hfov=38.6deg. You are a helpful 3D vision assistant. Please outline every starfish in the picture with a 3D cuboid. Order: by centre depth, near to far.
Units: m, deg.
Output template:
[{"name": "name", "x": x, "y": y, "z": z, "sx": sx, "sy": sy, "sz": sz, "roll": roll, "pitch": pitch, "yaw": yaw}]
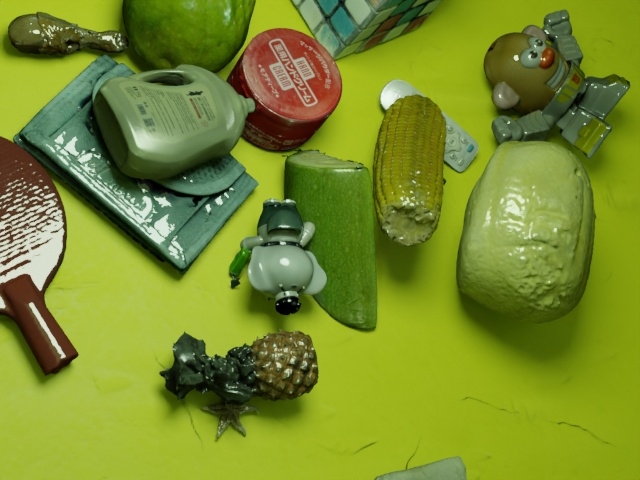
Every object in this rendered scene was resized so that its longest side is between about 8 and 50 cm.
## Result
[{"name": "starfish", "x": -0.140, "y": 0.262, "z": 1.416, "sx": 0.092, "sy": 0.016, "sz": 0.086, "roll": -1, "pitch": 71, "yaw": -21}]

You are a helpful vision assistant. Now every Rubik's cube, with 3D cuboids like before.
[{"name": "Rubik's cube", "x": 0.096, "y": -0.533, "z": 1.723, "sx": 0.253, "sy": 0.259, "sz": 0.256, "roll": -29, "pitch": 84, "yaw": -34}]

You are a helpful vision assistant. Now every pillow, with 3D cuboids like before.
[{"name": "pillow", "x": 0.169, "y": 0.428, "z": 1.462, "sx": 0.181, "sy": 0.078, "sz": 0.134, "roll": -7, "pitch": 70, "yaw": -25}]

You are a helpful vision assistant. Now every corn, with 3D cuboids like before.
[{"name": "corn", "x": 0.155, "y": -0.128, "z": 1.594, "sx": 0.131, "sy": 0.131, "sz": 0.344, "roll": 28, "pitch": 37, "yaw": -13}]

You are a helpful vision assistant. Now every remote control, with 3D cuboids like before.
[{"name": "remote control", "x": 0.206, "y": -0.224, "z": 1.774, "sx": 0.229, "sy": 0.044, "sz": 0.073, "roll": 37, "pitch": 80, "yaw": -14}]

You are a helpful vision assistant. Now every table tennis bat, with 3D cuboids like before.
[{"name": "table tennis bat", "x": -0.484, "y": 0.010, "z": 1.335, "sx": 0.268, "sy": 0.051, "sz": 0.415, "roll": -31, "pitch": 83, "yaw": -32}]

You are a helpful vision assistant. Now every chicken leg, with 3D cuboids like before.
[{"name": "chicken leg", "x": -0.411, "y": -0.336, "z": 1.498, "sx": 0.197, "sy": 0.085, "sz": 0.069, "roll": 0, "pitch": 95, "yaw": -26}]

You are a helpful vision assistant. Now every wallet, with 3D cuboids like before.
[{"name": "wallet", "x": -0.285, "y": -0.134, "z": 1.480, "sx": 0.342, "sy": 0.075, "sz": 0.237, "roll": 40, "pitch": 55, "yaw": -5}]

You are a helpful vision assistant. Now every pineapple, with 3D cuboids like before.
[{"name": "pineapple", "x": -0.127, "y": 0.196, "z": 1.398, "sx": 0.237, "sy": 0.119, "sz": 0.111, "roll": -2, "pitch": 100, "yaw": -26}]

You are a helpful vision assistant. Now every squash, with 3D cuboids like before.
[{"name": "squash", "x": 0.000, "y": 0.000, "z": 1.586, "sx": 0.111, "sy": 0.203, "sz": 0.289, "roll": -12, "pitch": 110, "yaw": -30}]

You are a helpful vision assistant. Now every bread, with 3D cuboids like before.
[{"name": "bread", "x": 0.370, "y": -0.015, "z": 1.614, "sx": 0.237, "sy": 0.320, "sz": 0.321, "roll": 10, "pitch": 62, "yaw": 9}]

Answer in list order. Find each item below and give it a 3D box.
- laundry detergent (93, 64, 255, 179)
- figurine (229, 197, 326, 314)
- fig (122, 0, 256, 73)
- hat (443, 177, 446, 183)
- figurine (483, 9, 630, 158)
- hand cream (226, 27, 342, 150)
[{"name": "laundry detergent", "x": -0.217, "y": -0.197, "z": 1.446, "sx": 0.253, "sy": 0.091, "sz": 0.181, "roll": -18, "pitch": 71, "yaw": -34}, {"name": "figurine", "x": -0.064, "y": 0.029, "z": 1.483, "sx": 0.147, "sy": 0.126, "sz": 0.193, "roll": 4, "pitch": 65, "yaw": -22}, {"name": "fig", "x": -0.187, "y": -0.417, "z": 1.522, "sx": 0.233, "sy": 0.314, "sz": 0.233, "roll": 36, "pitch": 37, "yaw": -33}, {"name": "hat", "x": 0.196, "y": -0.097, "z": 1.706, "sx": 0.077, "sy": 0.059, "sz": 0.076, "roll": 13, "pitch": 69, "yaw": -26}, {"name": "figurine", "x": 0.462, "y": -0.316, "z": 1.862, "sx": 0.284, "sy": 0.167, "sz": 0.343, "roll": 33, "pitch": 45, "yaw": -4}, {"name": "hand cream", "x": -0.068, "y": -0.263, "z": 1.606, "sx": 0.193, "sy": 0.125, "sz": 0.193, "roll": 10, "pitch": 66, "yaw": -23}]
